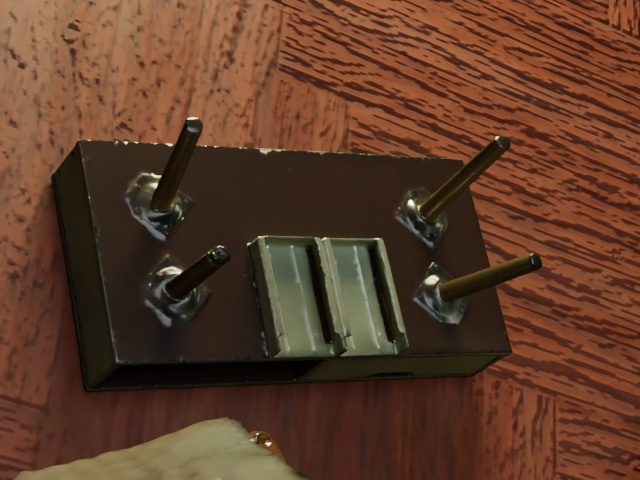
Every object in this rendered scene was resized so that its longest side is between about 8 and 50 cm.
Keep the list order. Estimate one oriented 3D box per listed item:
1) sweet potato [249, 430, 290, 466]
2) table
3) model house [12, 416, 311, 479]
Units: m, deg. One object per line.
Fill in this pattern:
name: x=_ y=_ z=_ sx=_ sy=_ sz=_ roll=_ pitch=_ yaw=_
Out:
sweet potato: x=-0.020 y=0.196 z=0.716 sx=0.050 sy=0.050 sz=0.214 roll=3 pitch=67 yaw=-31
table: x=0.000 y=0.000 z=0.794 sx=0.240 sy=0.111 sz=0.121 roll=1 pitch=66 yaw=-32
model house: x=-0.113 y=0.210 z=0.504 sx=0.284 sy=0.298 sz=0.243 roll=-4 pitch=98 yaw=-20
